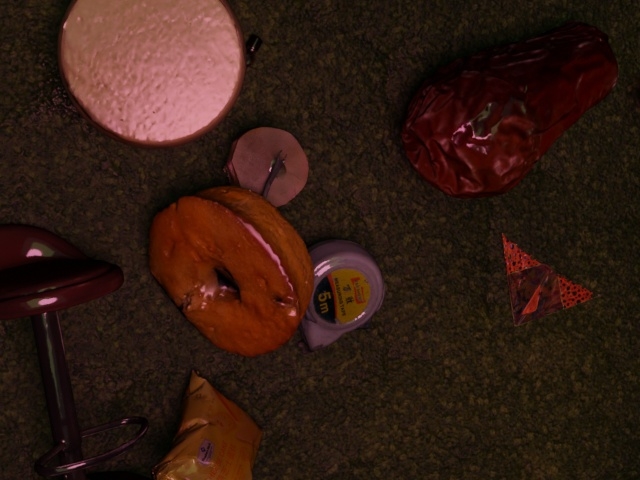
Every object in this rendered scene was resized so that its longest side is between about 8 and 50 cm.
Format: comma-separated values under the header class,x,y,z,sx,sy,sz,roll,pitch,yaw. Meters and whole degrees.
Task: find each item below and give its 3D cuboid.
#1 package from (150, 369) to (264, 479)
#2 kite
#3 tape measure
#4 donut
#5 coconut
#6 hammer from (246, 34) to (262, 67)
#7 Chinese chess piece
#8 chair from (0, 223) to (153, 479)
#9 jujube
class,x,y,z,sx,sy,sz,roll,pitch,yaw
package,-0.152,0.295,1.172,0.090,0.226,0.168,-37,112,23
kite,0.355,0.092,1.382,0.222,0.008,0.125,31,88,-17
tape measure,-0.001,0.000,1.206,0.164,0.084,0.330,-21,117,-18
donut,-0.122,0.041,1.133,0.253,0.254,0.118,54,43,-15
coconut,-0.078,-0.105,1.177,0.116,0.122,0.116,-2,97,-16
hammer,-0.168,-0.308,1.182,0.178,0.021,0.065,33,87,-14
Chinese chess piece,-0.226,-0.249,1.121,0.251,0.097,0.250,-2,101,-10
chair,-0.350,0.176,1.083,0.227,0.226,0.400,-11,99,-14
jujube,0.286,-0.201,1.229,0.342,0.216,0.216,-36,105,-14
